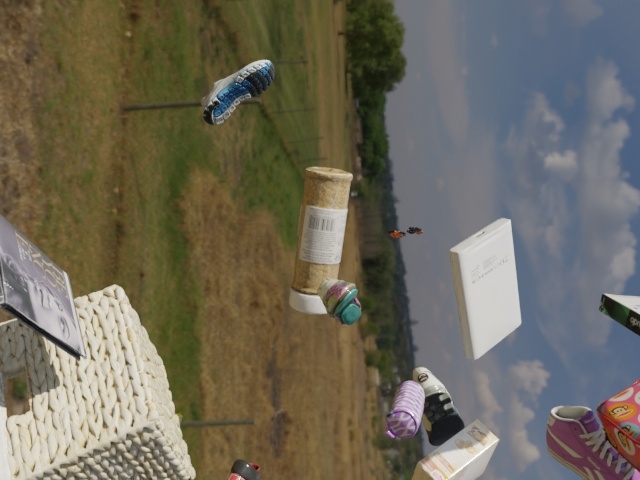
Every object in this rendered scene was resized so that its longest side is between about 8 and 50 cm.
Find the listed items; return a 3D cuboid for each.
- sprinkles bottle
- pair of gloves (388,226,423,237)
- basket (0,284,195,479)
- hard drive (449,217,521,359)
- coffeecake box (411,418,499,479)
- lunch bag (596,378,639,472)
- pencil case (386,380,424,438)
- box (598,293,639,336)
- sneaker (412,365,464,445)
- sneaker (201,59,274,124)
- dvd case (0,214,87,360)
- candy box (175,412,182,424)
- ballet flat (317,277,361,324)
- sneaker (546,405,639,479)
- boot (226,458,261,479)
[{"bbox_3d":[0.000,0.000,1.519,0.121,0.121,0.356,-68,166,-78],"label":"sprinkles bottle"},{"bbox_3d":[0.225,-0.020,1.606,0.074,0.083,0.010,22,58,-61],"label":"pair of gloves"},{"bbox_3d":[-0.419,0.319,1.125,0.331,0.266,0.328,86,-20,-50],"label":"basket"},{"bbox_3d":[0.486,0.141,1.777,0.047,0.233,0.353,17,-52,51],"label":"hard drive"},{"bbox_3d":[0.284,0.493,1.320,0.068,0.185,0.142,42,-39,35],"label":"coffeecake box"},{"bbox_3d":[0.738,0.353,1.266,0.258,0.293,0.120,-116,180,-80],"label":"lunch bag"},{"bbox_3d":[0.226,0.447,1.613,0.088,0.086,0.206,-53,173,18],"label":"pencil case"},{"bbox_3d":[0.884,0.212,1.512,0.322,0.232,0.059,-113,-151,-77],"label":"box"},{"bbox_3d":[0.354,0.505,1.881,0.146,0.122,0.331,-112,-178,-50],"label":"sneaker"},{"bbox_3d":[-0.188,-0.340,1.334,0.071,0.190,0.083,49,9,-50],"label":"sneaker"},{"bbox_3d":[-0.418,0.071,0.907,0.221,0.018,0.165,76,-11,-59],"label":"dvd case"},{"bbox_3d":[-0.507,0.544,1.756,0.027,0.205,0.105,25,-83,53],"label":"candy box"},{"bbox_3d":[0.035,0.116,1.231,0.079,0.077,0.221,45,-6,19],"label":"ballet flat"},{"bbox_3d":[0.641,0.479,1.390,0.282,0.102,0.161,21,-51,45],"label":"sneaker"},{"bbox_3d":[-0.171,0.586,1.314,0.176,0.088,0.244,-54,149,-44],"label":"boot"}]
